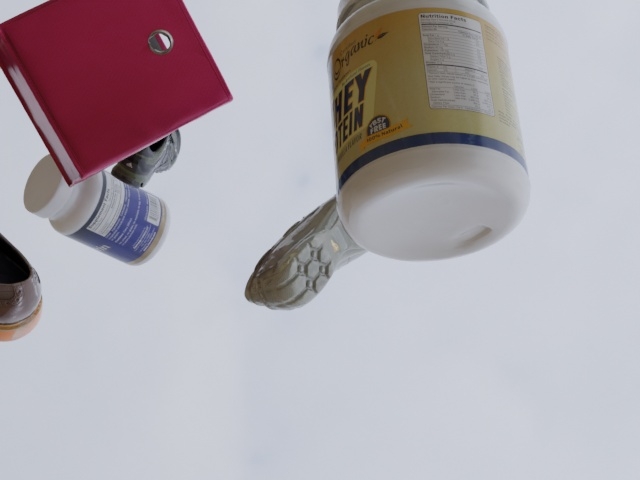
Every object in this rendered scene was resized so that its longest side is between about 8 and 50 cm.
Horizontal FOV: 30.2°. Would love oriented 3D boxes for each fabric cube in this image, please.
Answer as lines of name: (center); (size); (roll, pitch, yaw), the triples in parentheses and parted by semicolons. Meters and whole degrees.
fabric cube: (-0.324, -0.255, 1.811); (0.254, 0.258, 0.259); (62, -15, -8)

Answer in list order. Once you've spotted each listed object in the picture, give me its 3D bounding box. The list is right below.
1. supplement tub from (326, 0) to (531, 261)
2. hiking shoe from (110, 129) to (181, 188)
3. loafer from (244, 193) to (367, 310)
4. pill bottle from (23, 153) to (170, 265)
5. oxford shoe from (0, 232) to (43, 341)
supplement tub: (0.124, -0.158, 1.439); (0.228, 0.228, 0.316); (-31, -129, 39)
hiking shoe: (-0.293, -0.180, 2.129); (0.114, 0.086, 0.227); (-58, -176, 30)
loafer: (0.000, 0.000, 1.801); (0.111, 0.319, 0.112); (-9, -69, 42)
pill bottle: (-0.437, -0.063, 2.320); (0.153, 0.264, 0.153); (-25, -128, 36)
oxford shoe: (-0.487, -0.027, 1.442); (0.130, 0.363, 0.133); (-56, 177, -35)
